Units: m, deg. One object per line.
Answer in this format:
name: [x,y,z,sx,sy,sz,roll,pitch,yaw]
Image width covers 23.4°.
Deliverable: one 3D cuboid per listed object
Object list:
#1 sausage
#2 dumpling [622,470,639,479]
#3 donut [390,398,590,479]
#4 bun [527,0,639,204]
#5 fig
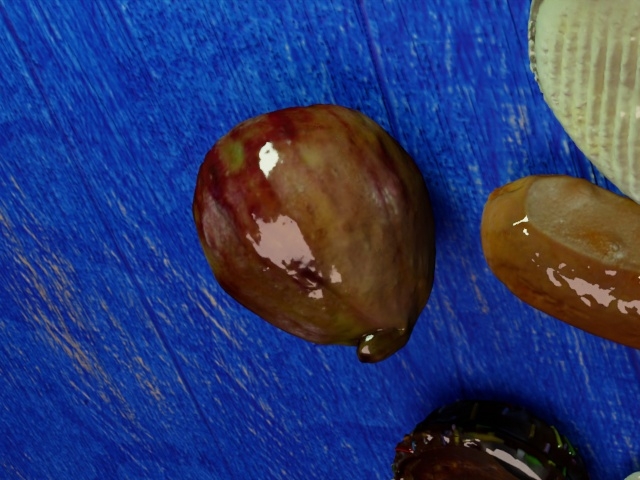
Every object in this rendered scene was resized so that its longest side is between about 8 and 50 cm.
sausage: [0.264,0.026,1.401,0.258,0.133,0.133,22,141,17]
dumpling: [0.407,0.325,1.621,0.258,0.147,0.193,15,109,24]
donut: [0.197,0.262,1.732,0.230,0.096,0.216,20,138,18]
bun: [0.296,-0.141,1.182,0.287,0.146,0.287,34,148,25]
fig: [-0.003,-0.012,1.497,0.263,0.224,0.224,43,142,-17]
